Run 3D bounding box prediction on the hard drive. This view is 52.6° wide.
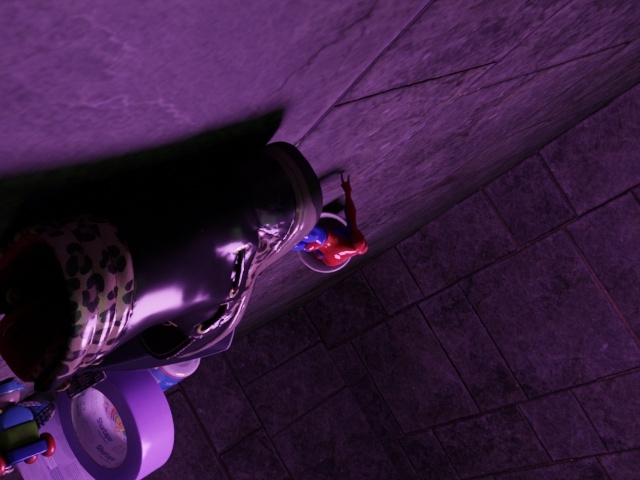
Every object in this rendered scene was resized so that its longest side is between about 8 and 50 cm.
[{"bbox_3d":[-0.297,0.192,1.160,0.254,0.054,0.172,-17,163,25],"label":"hard drive"}]

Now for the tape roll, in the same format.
[{"bbox_3d":[-0.442,0.383,1.387,0.275,0.275,0.090,-35,171,36],"label":"tape roll"}]

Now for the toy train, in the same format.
[{"bbox_3d":[-0.576,0.344,1.153,0.105,0.143,0.248,-11,166,-47],"label":"toy train"}]

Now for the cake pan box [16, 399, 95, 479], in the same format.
[{"bbox_3d":[-0.652,0.541,1.681,0.245,0.267,0.070,-30,169,-24],"label":"cake pan box"}]

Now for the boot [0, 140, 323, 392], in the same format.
[{"bbox_3d":[-0.189,0.057,0.673,0.284,0.138,0.377,-25,167,-46],"label":"boot"}]

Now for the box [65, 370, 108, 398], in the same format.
[{"bbox_3d":[-0.465,0.258,1.258,0.083,0.067,0.018,-32,172,6],"label":"box"}]

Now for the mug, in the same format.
[{"bbox_3d":[0.006,-0.008,1.293,0.169,0.150,0.113,-16,128,-79],"label":"mug"}]

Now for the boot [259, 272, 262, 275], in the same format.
[{"bbox_3d":[-0.199,0.090,1.199,0.208,0.076,0.189,-37,173,9],"label":"boot"}]

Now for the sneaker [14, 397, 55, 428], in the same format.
[{"bbox_3d":[-0.657,0.392,1.463,0.190,0.071,0.083,-24,-177,26],"label":"sneaker"}]

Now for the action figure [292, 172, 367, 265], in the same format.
[{"bbox_3d":[-0.028,-0.037,0.959,0.091,0.139,0.280,-31,152,33],"label":"action figure"}]

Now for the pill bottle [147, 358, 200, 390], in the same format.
[{"bbox_3d":[-0.434,0.347,1.789,0.124,0.124,0.221,-23,171,-45],"label":"pill bottle"}]

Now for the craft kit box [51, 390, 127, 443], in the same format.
[{"bbox_3d":[-0.529,0.449,1.610,0.061,0.250,0.246,-31,174,9],"label":"craft kit box"}]
